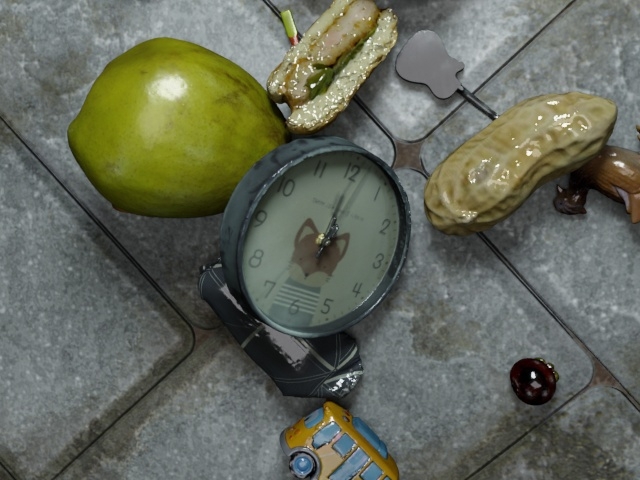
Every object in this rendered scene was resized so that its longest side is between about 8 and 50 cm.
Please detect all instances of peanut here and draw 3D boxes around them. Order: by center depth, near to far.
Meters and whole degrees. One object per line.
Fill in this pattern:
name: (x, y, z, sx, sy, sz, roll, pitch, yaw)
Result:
peanut: (0.301, -0.123, 1.071, 0.325, 0.153, 0.140, -33, 102, 23)

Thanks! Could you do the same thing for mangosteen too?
mangosteen: (0.357, 0.234, 1.154, 0.081, 0.081, 0.081, 1, 98, 9)

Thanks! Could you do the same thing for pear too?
pear: (-0.195, -0.165, 1.092, 0.375, 0.287, 0.287, 12, 100, -13)

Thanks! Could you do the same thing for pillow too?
pillow: (-0.068, 0.146, 1.205, 0.161, 0.092, 0.335, -40, 91, 8)

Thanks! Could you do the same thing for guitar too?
guitar: (0.228, -0.249, 1.136, 0.233, 0.025, 0.088, 39, 101, 3)

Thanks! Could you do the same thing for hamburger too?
hamburger: (0.014, -0.267, 1.097, 0.124, 0.131, 0.262, 38, 71, 1)

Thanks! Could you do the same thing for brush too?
brush: (-0.046, -0.346, 1.169, 0.019, 0.021, 0.083, -18, 89, 10)

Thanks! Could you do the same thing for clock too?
clock: (0.000, 0.000, 1.089, 0.325, 0.067, 0.325, -11, 112, -29)

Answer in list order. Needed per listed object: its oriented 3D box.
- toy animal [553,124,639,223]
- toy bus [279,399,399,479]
toy animal: (0.478, -0.081, 1.095, 0.188, 0.089, 0.179, 37, 118, 3)
toy bus: (0.039, 0.379, 1.205, 0.136, 0.126, 0.209, -44, 89, 4)
